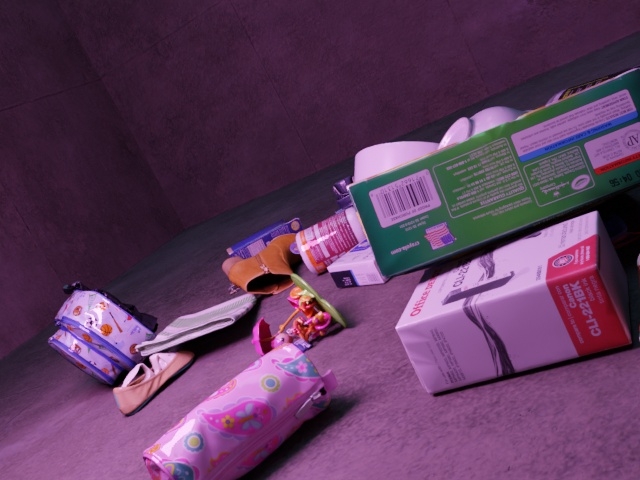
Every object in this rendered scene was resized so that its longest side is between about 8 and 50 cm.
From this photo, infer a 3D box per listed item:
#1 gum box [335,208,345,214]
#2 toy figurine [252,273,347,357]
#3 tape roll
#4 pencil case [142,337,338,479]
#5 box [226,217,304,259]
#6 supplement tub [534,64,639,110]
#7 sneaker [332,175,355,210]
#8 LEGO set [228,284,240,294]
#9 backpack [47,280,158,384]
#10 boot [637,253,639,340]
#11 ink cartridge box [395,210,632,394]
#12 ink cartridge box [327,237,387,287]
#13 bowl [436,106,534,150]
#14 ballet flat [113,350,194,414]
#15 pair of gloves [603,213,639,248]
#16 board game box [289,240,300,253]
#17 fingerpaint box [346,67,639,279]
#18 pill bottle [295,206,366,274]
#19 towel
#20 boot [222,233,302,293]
[{"bbox_3d":[0.148,-0.108,2.221,0.157,0.041,0.184,-31,13,-14],"label":"gum box"},{"bbox_3d":[-0.055,0.173,1.382,0.159,0.130,0.173,-44,40,-11],"label":"toy figurine"},{"bbox_3d":[0.225,-0.156,1.760,0.286,0.100,0.286,1,-10,0],"label":"tape roll"},{"bbox_3d":[-0.109,0.264,1.012,0.284,0.124,0.124,-33,13,-31],"label":"pencil case"},{"bbox_3d":[-0.146,0.029,2.063,0.225,0.136,0.036,-28,37,-8],"label":"box"},{"bbox_3d":[0.577,-0.229,1.405,0.193,0.194,0.316,-35,14,-32],"label":"supplement tub"},{"bbox_3d":[0.092,-0.089,1.972,0.086,0.163,0.226,-24,13,9],"label":"sneaker"},{"bbox_3d":[-0.253,0.134,2.121,0.054,0.023,0.083,-29,12,-6],"label":"LEGO set"},{"bbox_3d":[-0.541,0.233,1.775,0.263,0.276,0.213,-24,36,57],"label":"backpack"},{"bbox_3d":[0.393,0.065,0.828,0.059,0.085,0.158,-18,17,33],"label":"boot"},{"bbox_3d":[0.260,0.084,0.961,0.272,0.114,0.197,-23,12,28],"label":"ink cartridge box"},{"bbox_3d":[0.181,-0.003,1.643,0.332,0.065,0.165,-37,15,-34],"label":"ink cartridge box"},{"bbox_3d":[0.324,-0.166,1.484,0.298,0.134,0.298,-59,13,23],"label":"bowl"},{"bbox_3d":[-0.366,0.292,1.573,0.080,0.073,0.232,-20,13,35],"label":"ballet flat"},{"bbox_3d":[0.414,0.010,1.166,0.198,0.023,0.159,-27,11,0],"label":"pair of gloves"},{"bbox_3d":[0.000,0.000,1.941,0.168,0.033,0.133,3,21,14],"label":"board game box"},{"bbox_3d":[0.302,-0.081,1.180,0.444,0.163,0.371,-21,-6,10],"label":"fingerpaint box"},{"bbox_3d":[0.059,-0.010,1.802,0.221,0.121,0.121,-25,12,10],"label":"pill bottle"},{"bbox_3d":[-0.287,0.197,1.734,0.247,0.038,0.325,-20,2,8],"label":"towel"},{"bbox_3d":[-0.107,0.072,1.939,0.295,0.104,0.211,-17,23,-26],"label":"boot"}]
